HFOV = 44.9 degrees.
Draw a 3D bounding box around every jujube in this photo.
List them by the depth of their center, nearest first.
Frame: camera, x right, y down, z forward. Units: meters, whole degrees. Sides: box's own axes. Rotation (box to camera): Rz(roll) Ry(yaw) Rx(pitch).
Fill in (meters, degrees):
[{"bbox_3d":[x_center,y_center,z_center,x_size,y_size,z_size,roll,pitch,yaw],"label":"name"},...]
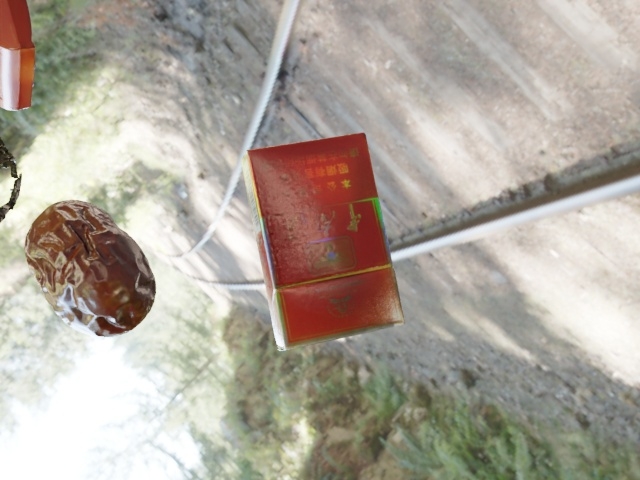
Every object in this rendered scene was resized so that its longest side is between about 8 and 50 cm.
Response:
[{"bbox_3d":[-0.363,0.041,1.225,0.250,0.174,0.174,48,173,37],"label":"jujube"}]

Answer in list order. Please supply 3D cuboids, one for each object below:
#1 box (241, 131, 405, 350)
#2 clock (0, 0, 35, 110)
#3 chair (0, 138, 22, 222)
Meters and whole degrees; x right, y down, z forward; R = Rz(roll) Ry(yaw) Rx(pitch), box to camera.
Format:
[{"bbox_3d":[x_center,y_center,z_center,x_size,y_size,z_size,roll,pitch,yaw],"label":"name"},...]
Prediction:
[{"bbox_3d":[0.000,0.000,0.683,0.048,0.112,0.175,151,107,-75],"label":"box"},{"bbox_3d":[-0.351,-0.220,0.842,0.155,0.061,0.113,-39,68,65],"label":"clock"},{"bbox_3d":[-0.287,-0.043,0.444,0.213,0.174,0.149,-6,94,38],"label":"chair"}]
